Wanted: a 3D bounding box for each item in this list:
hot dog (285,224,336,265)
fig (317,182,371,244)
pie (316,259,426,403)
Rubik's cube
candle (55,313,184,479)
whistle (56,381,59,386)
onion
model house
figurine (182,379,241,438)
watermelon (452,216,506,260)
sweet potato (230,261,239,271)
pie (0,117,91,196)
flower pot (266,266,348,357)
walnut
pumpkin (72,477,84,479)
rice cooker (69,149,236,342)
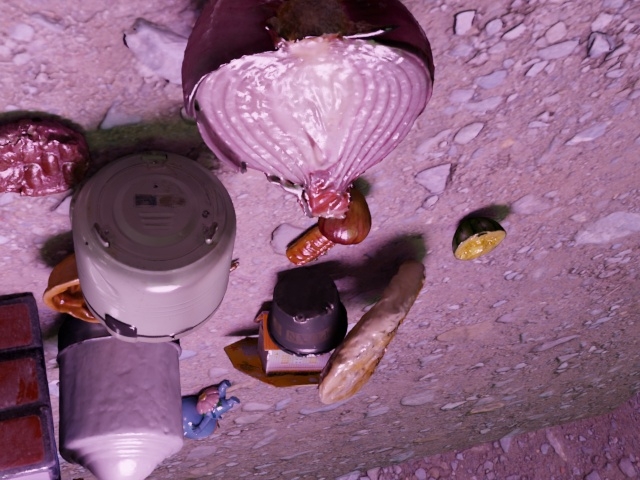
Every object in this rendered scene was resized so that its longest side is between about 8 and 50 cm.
[{"bbox_3d":[0.001,0.001,1.446,0.144,0.038,0.062,-34,148,32],"label":"hot dog"},{"bbox_3d":[0.045,-0.055,1.334,0.089,0.089,0.125,-4,129,-24],"label":"fig"},{"bbox_3d":[0.106,0.177,1.603,0.339,0.077,0.339,-51,167,-17],"label":"pie"},{"bbox_3d":[-0.598,0.301,1.391,0.304,0.305,0.301,-6,152,-18],"label":"Rubik's cube"},{"bbox_3d":[-0.344,0.277,1.460,0.221,0.342,0.221,-8,153,-4],"label":"candle"},{"bbox_3d":[-0.420,0.237,1.651,0.220,0.057,0.107,-24,153,5],"label":"whistle"},{"bbox_3d":[-0.015,-0.172,0.966,0.267,0.159,0.348,-3,152,-1],"label":"onion"},{"bbox_3d":[-0.075,0.188,1.699,0.219,0.207,0.136,3,113,-15],"label":"model house"},{"bbox_3d":[-0.267,0.414,2.036,0.178,0.114,0.144,-36,151,18],"label":"figurine"},{"bbox_3d":[0.288,-0.009,1.565,0.105,0.062,0.105,-19,152,-11],"label":"watermelon"},{"bbox_3d":[-0.182,0.068,1.490,0.026,0.026,0.115,8,140,-40],"label":"sweet potato"},{"bbox_3d":[-0.362,-0.099,1.048,0.154,0.036,0.154,-12,153,-6],"label":"pie"},{"bbox_3d":[-0.027,0.125,1.562,0.157,0.157,0.107,-13,142,-7],"label":"flower pot"},{"bbox_3d":[-0.333,0.061,1.317,0.167,0.087,0.211,-22,152,25],"label":"walnut"},{"bbox_3d":[-0.462,0.444,1.327,0.280,0.190,0.139,33,144,0],"label":"pumpkin"},{"bbox_3d":[-0.227,0.011,1.149,0.226,0.226,0.244,-10,151,-13],"label":"rice cooker"}]
